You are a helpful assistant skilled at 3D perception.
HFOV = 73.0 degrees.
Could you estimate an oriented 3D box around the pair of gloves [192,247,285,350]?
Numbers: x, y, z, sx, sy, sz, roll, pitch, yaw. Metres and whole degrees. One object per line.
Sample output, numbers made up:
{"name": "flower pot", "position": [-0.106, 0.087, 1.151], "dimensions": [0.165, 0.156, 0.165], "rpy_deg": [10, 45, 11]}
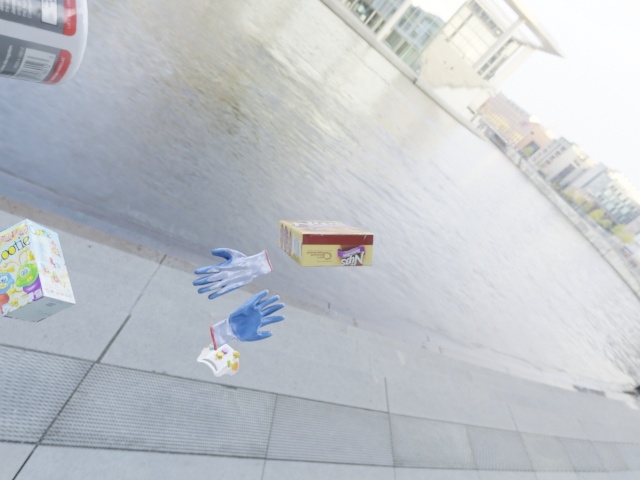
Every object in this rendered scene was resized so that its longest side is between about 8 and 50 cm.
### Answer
{"name": "pair of gloves", "position": [-0.148, 0.103, 0.810], "dimensions": [0.160, 0.023, 0.198], "rpy_deg": [-19, 103, -33]}

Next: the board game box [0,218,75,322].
{"name": "board game box", "position": [-0.917, 0.099, 1.373], "dimensions": [0.275, 0.142, 0.144], "rpy_deg": [63, -2, 20]}

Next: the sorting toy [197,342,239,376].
{"name": "sorting toy", "position": [-0.207, 0.240, 0.864], "dimensions": [0.083, 0.044, 0.075], "rpy_deg": [36, 19, 8]}

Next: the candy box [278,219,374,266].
{"name": "candy box", "position": [0.000, 0.000, 0.694], "dimensions": [0.109, 0.053, 0.187], "rpy_deg": [0, 7, -16]}

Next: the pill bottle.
{"name": "pill bottle", "position": [-0.562, -0.361, 0.621], "dimensions": [0.363, 0.210, 0.210], "rpy_deg": [-8, 56, -52]}
